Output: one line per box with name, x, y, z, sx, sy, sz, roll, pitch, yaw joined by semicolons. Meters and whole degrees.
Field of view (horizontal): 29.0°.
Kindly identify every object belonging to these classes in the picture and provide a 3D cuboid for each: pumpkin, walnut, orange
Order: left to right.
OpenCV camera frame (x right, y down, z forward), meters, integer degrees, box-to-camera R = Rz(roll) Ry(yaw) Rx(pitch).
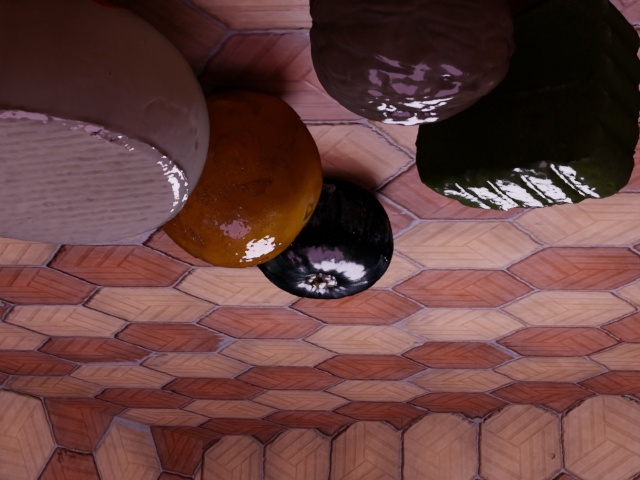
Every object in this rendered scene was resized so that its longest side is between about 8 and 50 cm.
orange;-0.113;-0.082;1.633;0.240;0.240;0.240;2;160;1
pumpkin;0.000;0.000;1.952;0.233;0.163;0.233;0;158;0
walnut;0.096;-0.222;1.289;0.224;0.224;0.224;2;160;1

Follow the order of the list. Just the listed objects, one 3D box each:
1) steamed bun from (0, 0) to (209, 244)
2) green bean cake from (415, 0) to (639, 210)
steamed bun;-0.311;-0.157;1.425;0.375;0.241;0.374;4;156;2
green bean cake;0.229;-0.148;1.384;0.248;0.222;0.125;-8;156;36
